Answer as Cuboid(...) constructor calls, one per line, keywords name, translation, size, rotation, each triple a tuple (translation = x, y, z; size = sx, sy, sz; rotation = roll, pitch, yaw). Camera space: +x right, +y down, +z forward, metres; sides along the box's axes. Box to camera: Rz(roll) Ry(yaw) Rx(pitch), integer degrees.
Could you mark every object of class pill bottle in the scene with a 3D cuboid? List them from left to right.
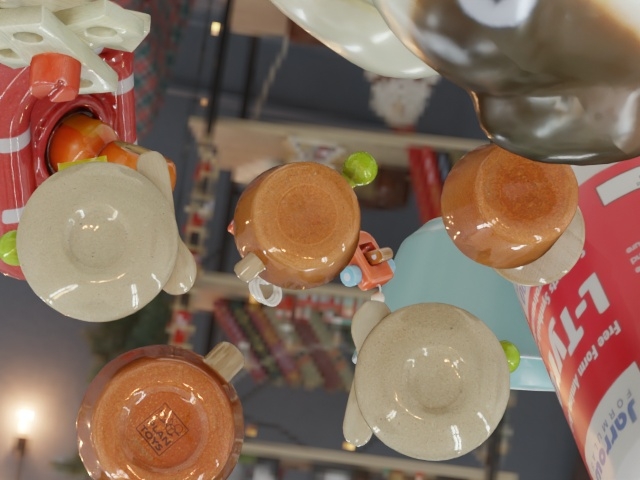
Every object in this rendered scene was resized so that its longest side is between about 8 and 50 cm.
Cuboid(name="pill bottle", translation=(0.290, 0.110, 1.079), size=(0.229, 0.407, 0.229), rotation=(-6, 129, -7))

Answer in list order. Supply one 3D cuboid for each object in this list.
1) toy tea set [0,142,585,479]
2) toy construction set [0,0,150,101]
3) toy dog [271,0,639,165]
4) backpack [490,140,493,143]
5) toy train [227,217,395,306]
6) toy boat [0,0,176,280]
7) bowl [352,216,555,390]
Cuboid(name="toy tea set", translation=(-0.006, 0.042, 0.874), size=(0.336, 0.200, 0.124), rotation=(-8, 174, -8))
Cuboid(name="toy construction set", translation=(-0.196, -0.240, 0.868), size=(0.151, 0.327, 0.215), rotation=(-11, 165, -5))
Cuboid(name="toy dog", translation=(0.110, -0.186, 0.836), size=(0.395, 0.284, 0.408), rotation=(27, -163, -10))
Cuboid(name="backpack", translation=(0.291, -0.140, 1.404), size=(0.263, 0.276, 0.213), rotation=(9, 153, 12))
Cuboid(name="toy train", translation=(0.000, 0.000, 1.333), size=(0.166, 0.125, 0.046), rotation=(-8, 156, -45))
Cuboid(name="toy boat", translation=(-0.170, -0.067, 1.128), size=(0.151, 0.231, 0.151), rotation=(24, -139, 28))
Cuboid(name="bowl", translation=(0.196, 0.067, 1.673), size=(0.312, 0.163, 0.311), rotation=(6, 170, 1))
